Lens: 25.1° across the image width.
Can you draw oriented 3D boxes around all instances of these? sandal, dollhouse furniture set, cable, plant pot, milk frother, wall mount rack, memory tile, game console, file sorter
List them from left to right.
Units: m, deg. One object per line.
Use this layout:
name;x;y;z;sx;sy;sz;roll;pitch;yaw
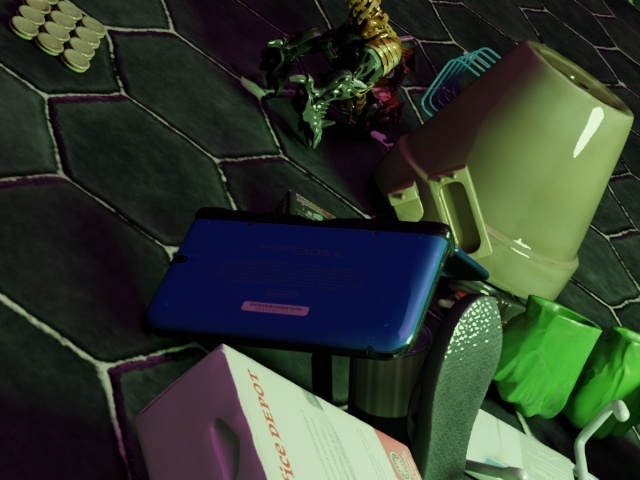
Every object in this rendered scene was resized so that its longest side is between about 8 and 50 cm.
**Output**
memory tile;-0.334;-0.270;1.827;0.113;0.012;0.148;32;28;-14
game console;0.004;0.062;1.533;0.173;0.293;0.250;71;32;-42
milk frother;0.050;0.169;1.483;0.129;0.135;0.143;1;27;-1
dollhouse furniture set;0.123;0.007;1.732;0.123;0.151;0.144;-66;139;-73
sandal;0.119;0.172;1.467;0.097;0.254;0.054;-1;20;-46
file sorter;0.259;-0.251;2.438;0.104;0.118;0.170;40;26;10
cable;0.259;0.114;1.962;0.139;0.072;0.287;37;8;36
plant pot;0.285;-0.117;2.029;0.323;0.280;0.323;32;19;-12
wall mount rack;0.256;0.251;1.624;0.350;0.130;0.304;30;28;-16

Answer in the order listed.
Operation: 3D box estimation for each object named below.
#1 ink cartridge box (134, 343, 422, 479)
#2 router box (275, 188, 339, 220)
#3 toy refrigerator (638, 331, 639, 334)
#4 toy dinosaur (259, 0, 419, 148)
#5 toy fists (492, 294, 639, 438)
ink cartridge box;-0.011;0.240;1.249;0.283;0.117;0.207;34;24;-42
router box;0.000;0.000;1.797;0.122;0.038;0.092;31;28;-17
toy refrigerator;0.552;0.237;2.056;0.269;0.102;0.094;32;27;-15
toy dinosaur;0.038;-0.260;2.038;0.164;0.218;0.322;50;-18;54
toy fists;0.326;0.167;1.839;0.279;0.142;0.096;20;12;-34
